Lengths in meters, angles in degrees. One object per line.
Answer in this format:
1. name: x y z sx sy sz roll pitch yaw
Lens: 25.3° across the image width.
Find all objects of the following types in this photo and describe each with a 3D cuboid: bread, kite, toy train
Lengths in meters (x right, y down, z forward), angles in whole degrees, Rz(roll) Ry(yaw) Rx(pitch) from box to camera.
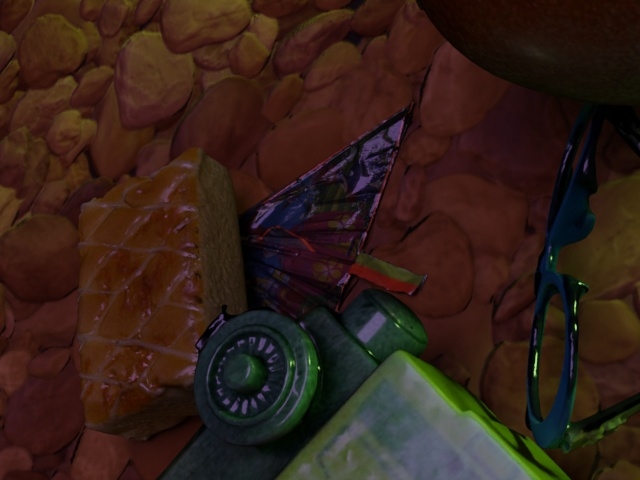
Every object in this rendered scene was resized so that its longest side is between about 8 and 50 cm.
1. bread: -0.117 0.040 1.036 0.125 0.068 0.188 -24 57 30
2. kite: 0.000 0.000 1.024 0.183 0.014 0.241 19 78 36
3. toy train: -0.037 0.210 0.876 0.369 0.150 0.237 -48 59 6

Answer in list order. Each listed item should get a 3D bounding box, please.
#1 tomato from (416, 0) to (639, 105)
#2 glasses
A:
1. tomato: 0.199 -0.215 0.829 0.239 0.303 0.303 38 91 13
2. glasses: 0.208 0.008 0.826 0.207 0.102 0.239 -6 58 28
